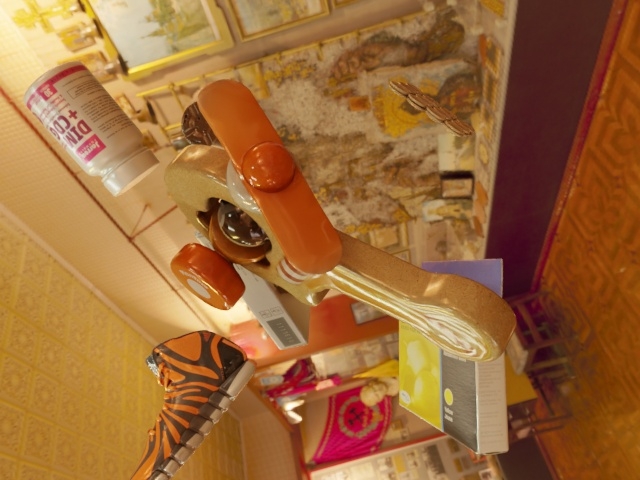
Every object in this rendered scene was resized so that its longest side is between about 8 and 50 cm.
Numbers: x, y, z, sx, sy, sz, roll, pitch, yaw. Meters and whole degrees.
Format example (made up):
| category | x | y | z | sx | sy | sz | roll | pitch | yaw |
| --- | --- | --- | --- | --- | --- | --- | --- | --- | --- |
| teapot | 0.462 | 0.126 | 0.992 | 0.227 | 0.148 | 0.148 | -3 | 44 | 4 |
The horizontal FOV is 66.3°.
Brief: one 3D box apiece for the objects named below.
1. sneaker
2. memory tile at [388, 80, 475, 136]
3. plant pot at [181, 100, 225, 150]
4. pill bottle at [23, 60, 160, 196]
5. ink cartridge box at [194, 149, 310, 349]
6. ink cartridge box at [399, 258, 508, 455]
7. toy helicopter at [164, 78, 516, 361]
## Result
| category | x | y | z | sx | sy | sz | roll | pitch | yaw |
| --- | --- | --- | --- | --- | --- | --- | --- | --- | --- |
| sneaker | -0.281 | 0.307 | 0.917 | 0.180 | 0.321 | 0.124 | 37 | 149 | 4 |
| memory tile | 0.185 | -0.217 | 0.809 | 0.148 | 0.012 | 0.113 | 40 | -151 | 13 |
| plant pot | -0.290 | -0.317 | 1.374 | 0.165 | 0.167 | 0.166 | -22 | -84 | -70 |
| pill bottle | -0.520 | -0.252 | 1.138 | 0.283 | 0.160 | 0.160 | 51 | -173 | -13 |
| ink cartridge box | -0.092 | 0.007 | 0.823 | 0.239 | 0.060 | 0.275 | -86 | -25 | -50 |
| ink cartridge box | 0.230 | 0.190 | 0.913 | 0.303 | 0.072 | 0.307 | 164 | 104 | -76 |
| toy helicopter | 0.000 | 0.000 | 0.443 | 0.140 | 0.355 | 0.235 | -53 | -26 | -28 |
